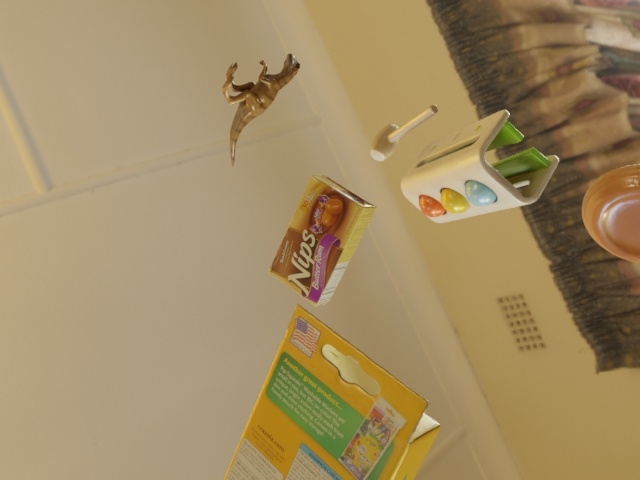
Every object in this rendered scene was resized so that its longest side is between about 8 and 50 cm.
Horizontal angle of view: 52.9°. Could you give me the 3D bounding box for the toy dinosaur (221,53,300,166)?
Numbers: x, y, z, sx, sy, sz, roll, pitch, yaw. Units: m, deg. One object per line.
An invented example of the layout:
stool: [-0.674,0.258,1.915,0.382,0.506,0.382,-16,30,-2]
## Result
toy dinosaur: [-0.115,-0.222,1.046,0.112,0.064,0.211,36,-80,-30]

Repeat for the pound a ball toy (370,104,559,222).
pound a ball toy: [0.215,-0.127,1.117,0.208,0.319,0.136,38,-106,-13]

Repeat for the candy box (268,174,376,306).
candy box: [0.000,0.000,1.052,0.109,0.187,0.053,34,-161,23]

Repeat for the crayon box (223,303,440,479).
crayon box: [0.007,0.262,0.790,0.203,0.323,0.083,34,-159,32]

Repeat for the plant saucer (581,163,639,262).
plant saucer: [0.524,-0.032,1.037,0.200,0.200,0.037,47,-127,-13]
